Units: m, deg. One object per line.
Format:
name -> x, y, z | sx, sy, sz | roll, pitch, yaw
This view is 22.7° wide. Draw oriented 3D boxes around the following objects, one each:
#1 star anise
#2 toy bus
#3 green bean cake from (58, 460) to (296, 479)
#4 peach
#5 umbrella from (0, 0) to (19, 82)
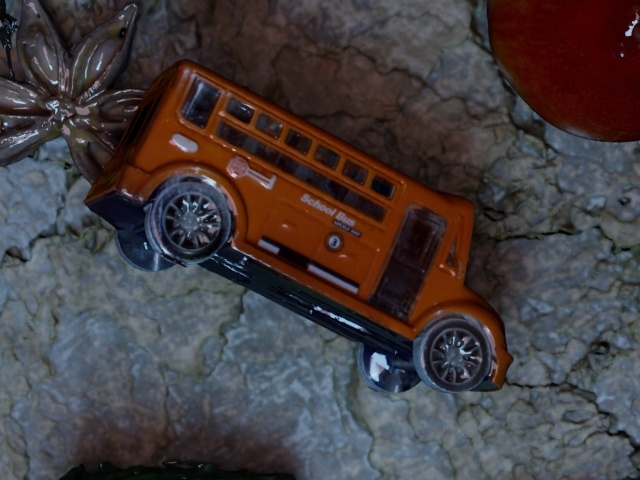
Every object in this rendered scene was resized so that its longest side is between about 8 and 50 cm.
star anise -> -0.193, -0.111, 1.248 | 0.208, 0.063, 0.172 | 9, 91, 8
toy bus -> 0.000, 0.000, 1.186 | 0.329, 0.143, 0.153 | 28, 78, -14
green bean cake -> -0.112, 0.234, 1.221 | 0.208, 0.193, 0.107 | 1, 92, 2
peach -> 0.217, -0.158, 1.149 | 0.197, 0.197, 0.197 | 0, 97, 3
umbrella -> -0.248, -0.188, 1.226 | 0.022, 0.022, 0.149 | -13, 70, -7
